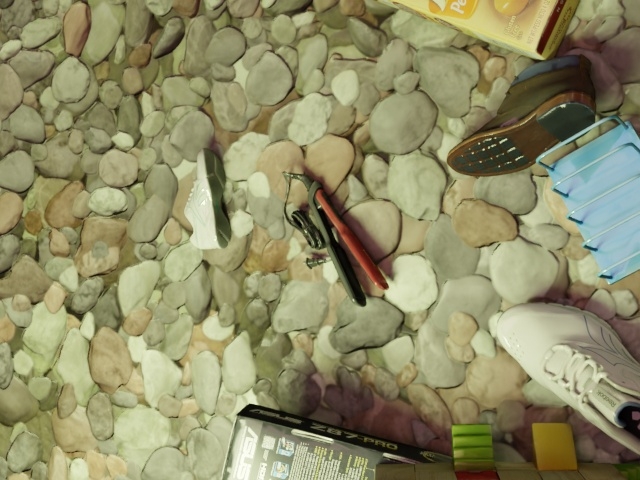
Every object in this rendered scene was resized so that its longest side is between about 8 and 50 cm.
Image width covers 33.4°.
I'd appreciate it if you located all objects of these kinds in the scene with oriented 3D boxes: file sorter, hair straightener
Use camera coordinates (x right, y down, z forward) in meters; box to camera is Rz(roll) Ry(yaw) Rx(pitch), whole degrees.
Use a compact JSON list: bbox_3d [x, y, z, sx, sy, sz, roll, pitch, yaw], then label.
[{"bbox_3d":[0.353,-0.051,1.287,0.118,0.104,0.170,-31,73,20],"label":"file sorter"},{"bbox_3d":[0.000,0.000,1.485,0.089,0.047,0.230,-40,70,17],"label":"hair straightener"}]

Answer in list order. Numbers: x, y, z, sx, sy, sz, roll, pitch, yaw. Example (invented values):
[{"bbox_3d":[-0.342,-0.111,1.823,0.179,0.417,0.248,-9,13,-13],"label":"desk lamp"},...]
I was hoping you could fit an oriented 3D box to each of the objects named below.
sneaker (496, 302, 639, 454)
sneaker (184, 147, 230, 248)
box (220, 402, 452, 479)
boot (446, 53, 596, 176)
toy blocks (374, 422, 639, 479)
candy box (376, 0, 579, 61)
[{"bbox_3d":[0.334,0.165,1.266,0.297,0.129,0.111,33,102,25],"label":"sneaker"},{"bbox_3d":[-0.174,-0.060,1.571,0.061,0.054,0.152,-8,83,28],"label":"sneaker"},{"bbox_3d":[0.003,0.439,1.367,0.318,0.097,0.394,13,92,7],"label":"box"},{"bbox_3d":[0.260,-0.158,1.371,0.219,0.082,0.106,-21,40,40],"label":"boot"},{"bbox_3d":[0.202,0.318,1.175,0.382,0.261,0.190,-1,90,4],"label":"toy blocks"},{"bbox_3d":[0.190,-0.373,1.401,0.316,0.087,0.183,26,97,25],"label":"candy box"}]
